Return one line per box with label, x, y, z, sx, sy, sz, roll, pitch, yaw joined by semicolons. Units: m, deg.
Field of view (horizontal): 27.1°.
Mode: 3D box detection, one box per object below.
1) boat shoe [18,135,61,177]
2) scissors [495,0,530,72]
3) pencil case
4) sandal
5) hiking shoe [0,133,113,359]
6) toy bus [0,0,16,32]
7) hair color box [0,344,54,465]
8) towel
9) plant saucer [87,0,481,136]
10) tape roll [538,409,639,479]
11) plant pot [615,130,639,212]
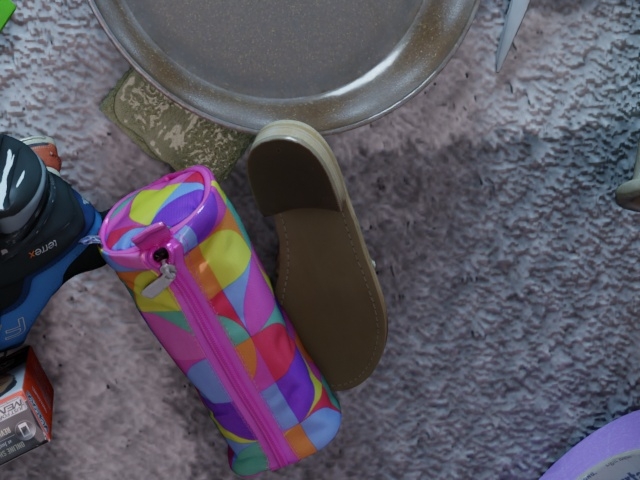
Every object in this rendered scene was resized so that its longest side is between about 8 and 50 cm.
boat shoe;-0.253;-0.045;0.946;0.137;0.049;0.043;-11;56;-7
scissors;0.187;-0.270;0.983;0.109;0.021;0.297;8;97;25
pencil case;-0.070;0.061;0.937;0.104;0.104;0.236;-32;120;-5
sandal;0.006;0.000;0.981;0.088;0.079;0.240;0;130;18
hiking shoe;-0.272;0.066;0.921;0.304;0.113;0.132;-39;139;12
toy bus;-0.282;-0.191;0.885;0.191;0.202;0.104;29;61;-6
hair color box;-0.226;0.119;0.921;0.072;0.141;0.043;-26;102;-7
towel;-0.079;-0.119;0.977;0.110;0.027;0.148;38;89;-14
plant saucer;-0.028;-0.227;0.941;0.310;0.050;0.310;-1;92;-19
tape roll;0.223;0.253;0.958;0.090;0.275;0.275;40;89;-14
plant pot;0.377;-0.177;0.933;0.334;0.334;0.305;2;85;-11
